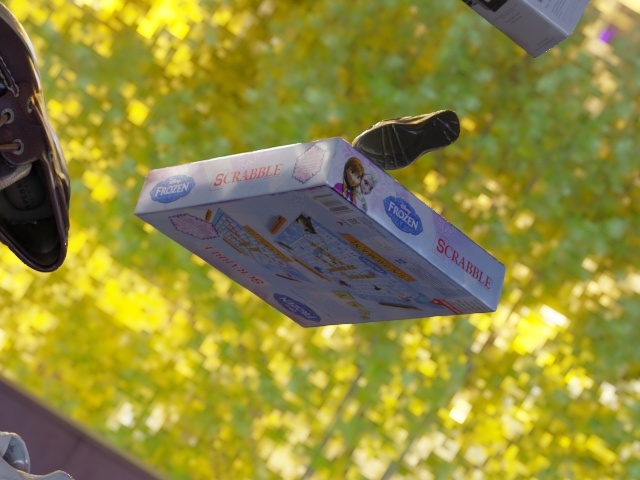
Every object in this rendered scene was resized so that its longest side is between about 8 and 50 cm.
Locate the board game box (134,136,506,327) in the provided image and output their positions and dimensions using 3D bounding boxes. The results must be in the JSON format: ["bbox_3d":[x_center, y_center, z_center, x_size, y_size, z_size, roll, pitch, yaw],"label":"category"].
[{"bbox_3d":[0.000,0.000,2.149,0.318,0.066,0.318,-7,-33,42],"label":"board game box"}]

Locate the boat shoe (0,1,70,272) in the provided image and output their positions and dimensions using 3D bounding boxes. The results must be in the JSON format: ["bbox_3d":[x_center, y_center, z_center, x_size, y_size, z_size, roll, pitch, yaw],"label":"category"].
[{"bbox_3d":[-0.298,-0.093,1.635,0.342,0.123,0.123,76,-4,-52],"label":"boat shoe"}]

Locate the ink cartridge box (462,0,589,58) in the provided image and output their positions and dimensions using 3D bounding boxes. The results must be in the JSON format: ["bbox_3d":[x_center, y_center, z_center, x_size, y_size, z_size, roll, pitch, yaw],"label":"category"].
[{"bbox_3d":[0.153,-0.257,1.575,0.180,0.104,0.060,37,-25,-11],"label":"ink cartridge box"}]

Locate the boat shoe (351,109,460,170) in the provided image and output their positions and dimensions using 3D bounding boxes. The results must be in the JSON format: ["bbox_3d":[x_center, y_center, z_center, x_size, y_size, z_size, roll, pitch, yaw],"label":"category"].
[{"bbox_3d":[0.091,-0.117,2.101,0.048,0.153,0.056,5,-67,54],"label":"boat shoe"}]

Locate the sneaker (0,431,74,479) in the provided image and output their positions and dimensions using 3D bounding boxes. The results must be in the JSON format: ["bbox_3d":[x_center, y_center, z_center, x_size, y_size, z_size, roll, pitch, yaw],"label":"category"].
[{"bbox_3d":[-0.379,0.257,1.850,0.305,0.152,0.114,14,-31,27],"label":"sneaker"}]
